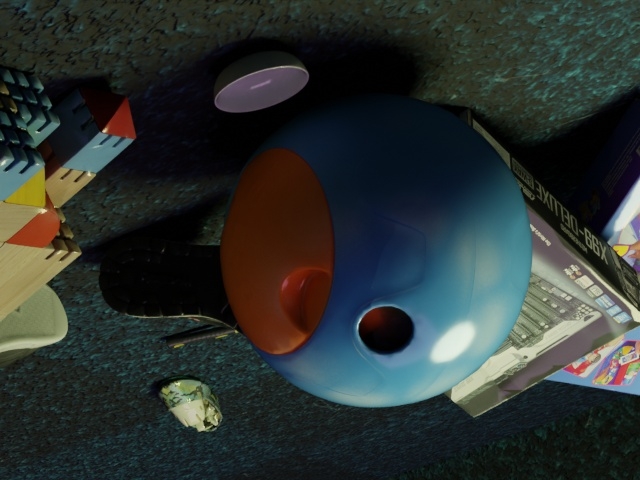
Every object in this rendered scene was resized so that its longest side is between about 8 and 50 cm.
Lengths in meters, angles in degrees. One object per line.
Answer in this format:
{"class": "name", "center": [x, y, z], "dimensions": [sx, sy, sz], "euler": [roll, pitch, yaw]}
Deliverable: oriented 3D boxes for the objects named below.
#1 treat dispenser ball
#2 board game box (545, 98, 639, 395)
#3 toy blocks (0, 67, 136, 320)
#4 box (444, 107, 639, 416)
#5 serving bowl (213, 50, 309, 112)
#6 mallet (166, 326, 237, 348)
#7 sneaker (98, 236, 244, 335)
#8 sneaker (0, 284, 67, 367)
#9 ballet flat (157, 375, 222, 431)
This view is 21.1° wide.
{"class": "treat dispenser ball", "center": [0.051, 0.009, 1.574], "dimensions": [0.288, 0.288, 0.288], "euler": [-16, 163, -5]}
{"class": "board game box", "center": [0.374, 0.020, 1.961], "dimensions": [0.233, 0.078, 0.347], "euler": [12, 124, -29]}
{"class": "toy blocks", "center": [-0.306, -0.034, 1.340], "dimensions": [0.261, 0.191, 0.381], "euler": [-38, 157, 23]}
{"class": "box", "center": [0.159, 0.032, 1.819], "dimensions": [0.242, 0.076, 0.307], "euler": [-33, 122, 27]}
{"class": "serving bowl", "center": [-0.053, -0.139, 1.453], "dimensions": [0.083, 0.027, 0.083], "euler": [-15, 163, -5]}
{"class": "mallet", "center": [-0.102, 0.114, 2.205], "dimensions": [0.189, 0.039, 0.062], "euler": [-14, 166, 4]}
{"class": "sneaker", "center": [-0.079, 0.050, 1.796], "dimensions": [0.283, 0.107, 0.124], "euler": [13, 180, 17]}
{"class": "sneaker", "center": [-0.394, 0.100, 1.734], "dimensions": [0.147, 0.105, 0.296], "euler": [-30, 164, 21]}
{"class": "ballet flat", "center": [-0.181, 0.240, 2.464], "dimensions": [0.070, 0.070, 0.188], "euler": [-20, 163, 10]}
